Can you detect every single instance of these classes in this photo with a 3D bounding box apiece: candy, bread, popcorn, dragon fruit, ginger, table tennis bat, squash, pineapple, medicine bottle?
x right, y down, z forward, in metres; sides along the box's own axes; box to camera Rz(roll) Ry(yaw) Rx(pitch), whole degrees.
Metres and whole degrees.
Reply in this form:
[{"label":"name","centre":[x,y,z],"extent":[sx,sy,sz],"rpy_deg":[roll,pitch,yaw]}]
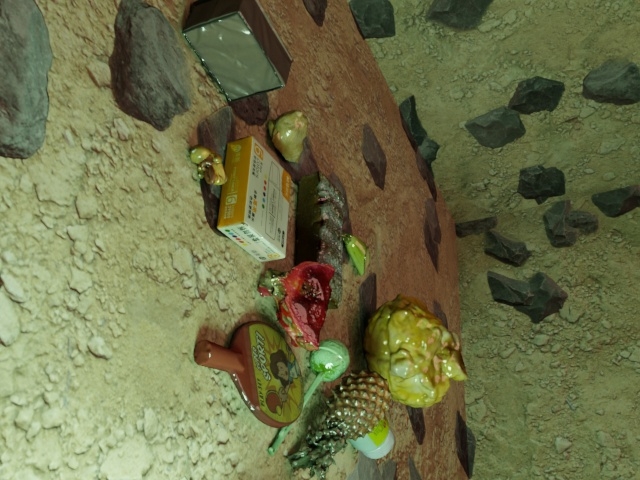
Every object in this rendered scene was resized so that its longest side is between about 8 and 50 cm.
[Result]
[{"label":"candy","centre":[-0.033,0.426,1.679],"extent":[0.440,0.119,0.119],"rpy_deg":[-50,124,-52]},{"label":"bread","centre":[0.000,0.000,1.924],"extent":[0.165,0.113,0.417],"rpy_deg":[39,45,-52]},{"label":"popcorn","centre":[0.308,0.398,2.169],"extent":[0.344,0.354,0.390],"rpy_deg":[12,23,-43]},{"label":"dragon fruit","centre":[-0.080,0.153,1.651],"extent":[0.211,0.134,0.262],"rpy_deg":[44,44,-30]},{"label":"ginger","centre":[-0.078,-0.329,1.921],"extent":[0.193,0.122,0.115],"rpy_deg":[44,20,-60]},{"label":"table tennis bat","centre":[-0.157,0.311,1.475],"extent":[0.414,0.051,0.268],"rpy_deg":[36,36,-53]},{"label":"squash","centre":[0.138,0.038,2.257],"extent":[0.090,0.075,0.200],"rpy_deg":[-52,129,-28]},{"label":"pineapple","centre":[0.062,0.500,1.658],"extent":[0.361,0.175,0.175],"rpy_deg":[-44,119,-48]},{"label":"medicine bottle","centre":[0.135,0.572,1.903],"extent":[0.225,0.139,0.139],"rpy_deg":[58,30,-36]}]

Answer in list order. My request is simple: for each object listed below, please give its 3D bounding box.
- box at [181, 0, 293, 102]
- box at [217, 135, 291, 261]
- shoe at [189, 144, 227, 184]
[{"label":"box","centre":[-0.214,-0.513,1.614],"extent":[0.252,0.188,0.153],"rpy_deg":[58,30,-41]},{"label":"box","centre":[-0.171,-0.109,1.621],"extent":[0.221,0.091,0.274],"rpy_deg":[43,42,-54]},{"label":"shoe","centre":[-0.267,-0.183,1.467],"extent":[0.069,0.072,0.109],"rpy_deg":[-40,115,-69]}]
